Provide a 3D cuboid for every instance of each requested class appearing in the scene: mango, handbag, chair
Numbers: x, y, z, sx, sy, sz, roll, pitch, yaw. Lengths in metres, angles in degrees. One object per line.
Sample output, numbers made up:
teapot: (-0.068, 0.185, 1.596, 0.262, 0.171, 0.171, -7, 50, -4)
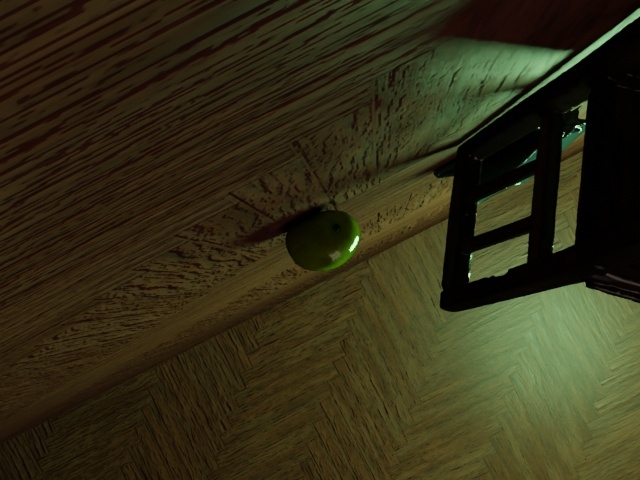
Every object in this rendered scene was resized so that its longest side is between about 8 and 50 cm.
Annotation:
mango: (0.000, 0.000, 0.838, 0.073, 0.056, 0.108, -21, -174, -17)
handbag: (0.246, -0.107, 1.050, 0.144, 0.057, 0.221, -35, 172, 34)
chair: (0.294, -0.032, 0.683, 0.241, 0.203, 0.416, 12, 165, -13)
